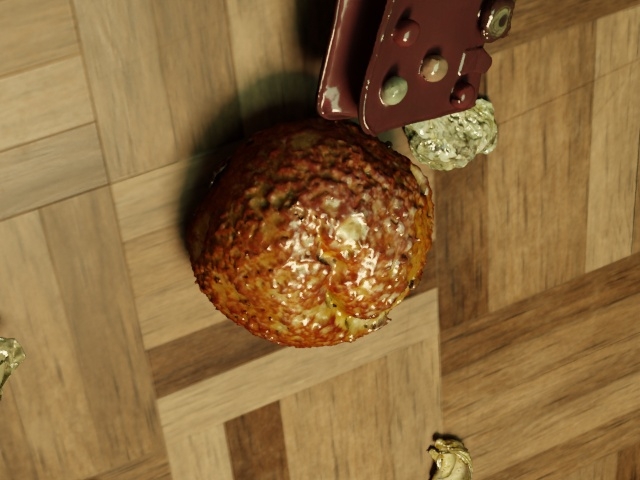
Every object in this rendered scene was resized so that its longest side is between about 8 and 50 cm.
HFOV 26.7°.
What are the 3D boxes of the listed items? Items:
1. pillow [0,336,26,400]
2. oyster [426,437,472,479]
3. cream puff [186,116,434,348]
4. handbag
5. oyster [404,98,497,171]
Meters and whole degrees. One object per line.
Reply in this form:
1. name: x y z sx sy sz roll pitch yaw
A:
1. pillow: -0.372 0.132 1.184 0.208 0.053 0.119 3 122 -33
2. oyster: 0.151 0.271 1.631 0.081 0.038 0.083 33 131 -17
3. cream puff: 0.000 0.001 1.260 0.240 0.164 0.240 -19 129 -26
4. handbag: 0.098 -0.200 1.198 0.216 0.074 0.203 -16 129 -48
5. oyster: 0.137 -0.107 1.348 0.100 0.037 0.098 -31 132 -10
